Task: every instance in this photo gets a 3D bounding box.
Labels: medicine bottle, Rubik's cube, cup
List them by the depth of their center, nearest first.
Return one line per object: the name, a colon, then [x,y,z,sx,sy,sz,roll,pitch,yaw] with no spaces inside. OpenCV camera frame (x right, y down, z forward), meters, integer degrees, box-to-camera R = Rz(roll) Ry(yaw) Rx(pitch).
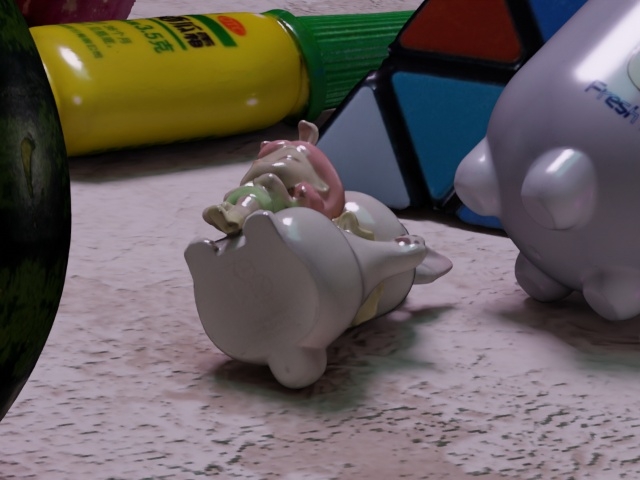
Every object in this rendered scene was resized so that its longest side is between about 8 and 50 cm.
cup: [0.160,-0.026,0.885,0.142,0.173,0.134,-44,9,-17]
Rubik's cube: [0.158,-0.111,1.101,0.284,0.250,0.234,6,-1,20]
medicine bottle: [-0.048,-0.101,1.148,0.309,0.076,0.111,-9,24,-36]

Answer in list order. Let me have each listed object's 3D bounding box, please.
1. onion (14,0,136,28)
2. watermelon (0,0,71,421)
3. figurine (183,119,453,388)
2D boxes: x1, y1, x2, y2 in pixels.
onion: [-0.209,-0.198,1.290,0.177,0.153,0.177,-8,14,2]
watermelon: [-0.214,-0.021,0.599,0.269,0.269,0.269,3,19,-1]
figurine: [0.008,-0.003,0.832,0.081,0.098,0.146,0,16,29]
